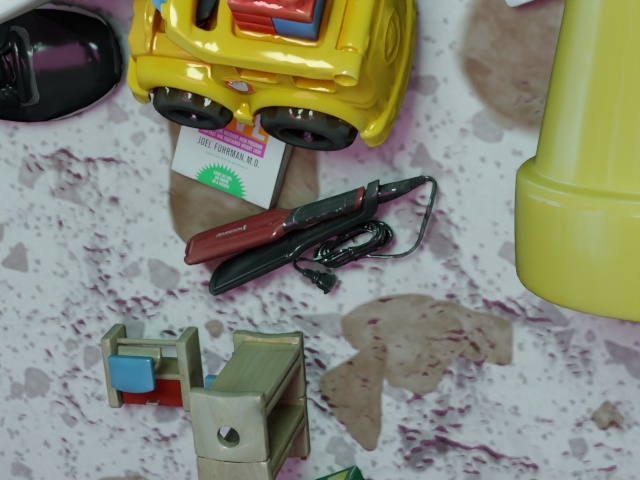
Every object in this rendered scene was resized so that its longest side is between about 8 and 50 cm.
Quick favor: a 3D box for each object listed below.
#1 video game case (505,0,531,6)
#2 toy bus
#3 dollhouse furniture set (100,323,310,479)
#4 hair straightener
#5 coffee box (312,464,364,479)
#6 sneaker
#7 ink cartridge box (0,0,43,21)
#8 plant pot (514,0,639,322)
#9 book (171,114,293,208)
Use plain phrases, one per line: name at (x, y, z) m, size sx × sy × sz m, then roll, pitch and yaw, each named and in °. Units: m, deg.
video game case at (0.185, -0.337, 1.016) m, size 0.204 × 0.025 × 0.285 m, roll -17°, pitch 105°, yaw 22°
toy bus at (-0.050, -0.169, 1.028) m, size 0.220 × 0.211 × 0.149 m, roll 10°, pitch 81°, yaw 12°
dollhouse furniture set at (-0.116, 0.162, 1.248) m, size 0.184 × 0.129 × 0.129 m, roll 2°, pitch 111°, yaw 15°
hair straightener at (0.000, 0.000, 1.206) m, size 0.230 × 0.047 × 0.089 m, roll -22°, pitch 125°, yaw 18°
coffee box at (0.025, 0.309, 1.313) m, size 0.113 × 0.040 × 0.184 m, roll -24°, pitch 102°, yaw 24°
sneaker at (-0.313, -0.135, 1.194) m, size 0.283 × 0.124 × 0.107 m, roll -2°, pitch 111°, yaw 18°
ink cartridge box at (-0.113, -0.291, 1.017) m, size 0.353 × 0.207 × 0.119 m, roll -24°, pitch 102°, yaw 18°
plant pot at (0.261, -0.089, 0.970) m, size 0.254 × 0.254 × 0.239 m, roll 1°, pitch 106°, yaw 17°
book at (-0.066, -0.110, 1.183) m, size 0.096 × 0.035 × 0.144 m, roll 22°, pitch 118°, yaw 10°
